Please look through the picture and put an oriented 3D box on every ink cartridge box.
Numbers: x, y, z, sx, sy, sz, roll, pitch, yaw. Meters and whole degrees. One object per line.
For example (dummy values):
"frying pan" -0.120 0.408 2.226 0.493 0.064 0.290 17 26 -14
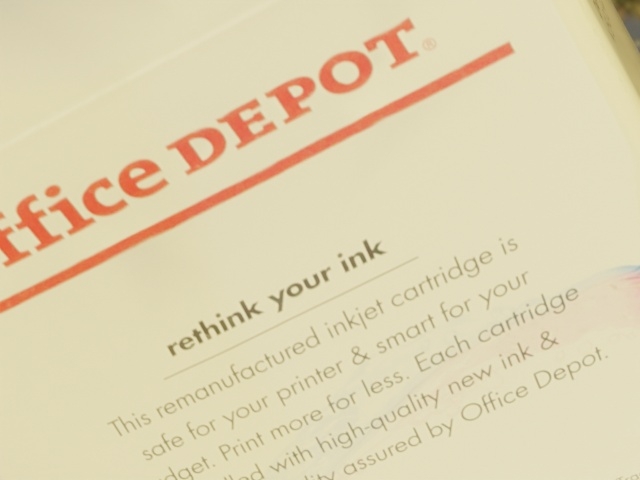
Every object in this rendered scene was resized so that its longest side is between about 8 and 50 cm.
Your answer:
"ink cartridge box" 0.000 0.000 0.443 0.353 0.207 0.119 54 -162 -33
